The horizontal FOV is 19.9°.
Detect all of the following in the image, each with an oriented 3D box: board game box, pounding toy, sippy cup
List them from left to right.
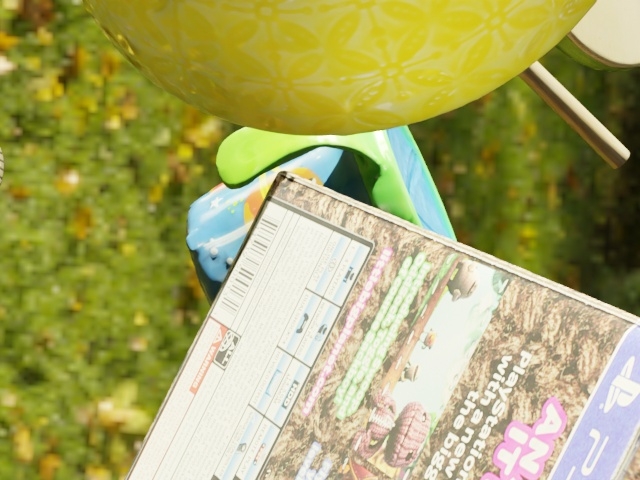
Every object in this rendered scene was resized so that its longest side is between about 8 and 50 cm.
[{"bbox_3d":[0.000,0.000,1.756,0.240,0.224,0.305,-83,149,-68],"label":"sippy cup"},{"bbox_3d":[0.043,0.128,0.630,0.141,0.291,0.232,27,90,-26],"label":"board game box"},{"bbox_3d":[0.164,-0.183,1.340,0.183,0.110,0.237,40,57,-29],"label":"pounding toy"}]

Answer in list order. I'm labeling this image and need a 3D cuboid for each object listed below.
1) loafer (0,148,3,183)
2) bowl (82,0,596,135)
[{"bbox_3d":[-0.252,-0.022,1.187,0.056,0.050,0.148,48,38,-29],"label":"loafer"},{"bbox_3d":[-0.007,-0.204,0.772,0.156,0.290,0.289,47,49,-70],"label":"bowl"}]
